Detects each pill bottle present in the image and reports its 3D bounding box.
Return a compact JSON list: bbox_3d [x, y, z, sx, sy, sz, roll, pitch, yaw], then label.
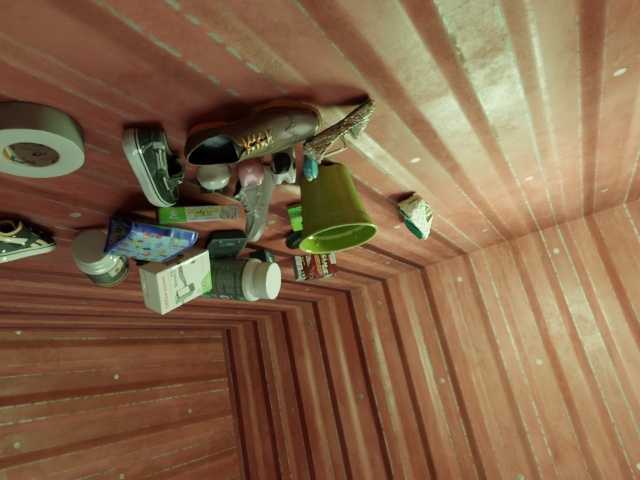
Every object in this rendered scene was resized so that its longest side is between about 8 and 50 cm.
[{"bbox_3d":[-0.840,0.069,1.704,0.162,0.162,0.278,-7,162,-15],"label":"pill bottle"},{"bbox_3d":[-0.387,0.182,2.120,0.361,0.204,0.204,2,166,18],"label":"pill bottle"}]

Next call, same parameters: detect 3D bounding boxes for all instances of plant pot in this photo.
[{"bbox_3d":[0.036,-0.118,1.560,0.276,0.253,0.276,-12,162,-4],"label":"plant pot"}]

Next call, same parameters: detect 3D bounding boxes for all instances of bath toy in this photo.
[{"bbox_3d":[-0.184,-0.234,1.284,0.349,0.128,0.151,-7,-154,-4],"label":"bath toy"}]

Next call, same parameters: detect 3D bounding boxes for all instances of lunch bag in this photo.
[{"bbox_3d":[-0.579,-0.009,1.528,0.221,0.138,0.293,13,168,-40],"label":"lunch bag"}]

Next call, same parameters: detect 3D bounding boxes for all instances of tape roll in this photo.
[{"bbox_3d":[-0.682,-0.231,1.053,0.219,0.072,0.219,-12,162,-4],"label":"tape roll"}]

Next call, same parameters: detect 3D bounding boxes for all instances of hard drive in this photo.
[{"bbox_3d":[-0.429,0.019,1.990,0.172,0.054,0.255,-3,161,-25],"label":"hard drive"}]

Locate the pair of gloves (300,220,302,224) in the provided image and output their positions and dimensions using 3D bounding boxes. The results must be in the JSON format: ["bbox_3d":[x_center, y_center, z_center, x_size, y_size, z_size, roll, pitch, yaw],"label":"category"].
[{"bbox_3d":[0.036,-0.110,1.878,0.204,0.042,0.240,-35,160,16],"label":"pair of gloves"}]

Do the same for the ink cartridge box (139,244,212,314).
[{"bbox_3d":[-0.608,0.161,1.895,0.115,0.198,0.273,17,-151,31],"label":"ink cartridge box"}]

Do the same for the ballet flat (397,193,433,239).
[{"bbox_3d":[0.464,-0.109,2.079,0.147,0.146,0.409,-17,162,15],"label":"ballet flat"}]

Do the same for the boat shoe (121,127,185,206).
[{"bbox_3d":[-0.439,-0.190,1.247,0.119,0.121,0.335,-6,160,-4],"label":"boat shoe"}]

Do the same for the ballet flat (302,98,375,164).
[{"bbox_3d":[0.061,-0.292,1.219,0.241,0.077,0.091,-34,-177,-1],"label":"ballet flat"}]

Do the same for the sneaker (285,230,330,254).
[{"bbox_3d":[0.000,0.000,2.074,0.341,0.139,0.125,-14,164,11],"label":"sneaker"}]

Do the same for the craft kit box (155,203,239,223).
[{"bbox_3d":[-0.427,-0.091,1.521,0.250,0.060,0.247,-4,-178,-22],"label":"craft kit box"}]

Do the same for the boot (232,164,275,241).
[{"bbox_3d":[-0.233,-0.127,1.447,0.123,0.258,0.095,9,-168,-37],"label":"boot"}]

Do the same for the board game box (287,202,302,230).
[{"bbox_3d":[-0.068,-0.106,1.879,0.124,0.039,0.259,-13,165,-2],"label":"board game box"}]

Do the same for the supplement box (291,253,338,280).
[{"bbox_3d":[-0.031,0.148,2.513,0.240,0.130,0.073,-5,160,-23],"label":"supplement box"}]

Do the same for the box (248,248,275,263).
[{"bbox_3d":[-0.290,0.146,2.298,0.093,0.155,0.158,-16,161,9],"label":"box"}]

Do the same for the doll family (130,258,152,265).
[{"bbox_3d":[-0.711,0.080,1.900,0.193,0.111,0.076,-2,159,-29],"label":"doll family"}]

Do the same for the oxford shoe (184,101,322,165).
[{"bbox_3d":[-0.169,-0.255,1.142,0.364,0.132,0.129,-15,126,3],"label":"oxford shoe"}]

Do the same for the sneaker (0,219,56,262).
[{"bbox_3d":[-0.993,-0.008,1.471,0.126,0.127,0.321,-6,-174,-1],"label":"sneaker"}]

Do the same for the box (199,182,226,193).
[{"bbox_3d":[-0.342,-0.188,1.411,0.083,0.062,0.052,-7,160,-15],"label":"box"}]
